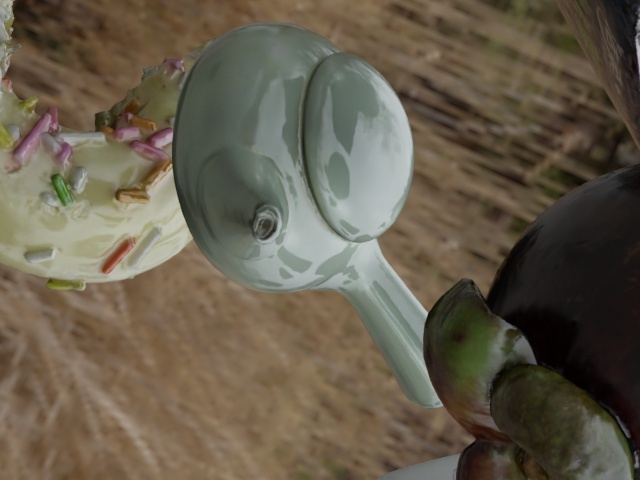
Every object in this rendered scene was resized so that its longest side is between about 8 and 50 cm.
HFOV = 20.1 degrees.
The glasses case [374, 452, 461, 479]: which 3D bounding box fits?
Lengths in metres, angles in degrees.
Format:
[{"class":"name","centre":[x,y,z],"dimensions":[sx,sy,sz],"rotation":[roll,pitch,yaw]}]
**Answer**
[{"class":"glasses case","centre":[0.159,0.267,1.873],"dimensions":[0.059,0.233,0.092],"rotation":[105,-30,-52]}]

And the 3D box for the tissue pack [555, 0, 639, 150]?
[{"class":"tissue pack","centre":[0.189,-0.186,1.179],"dimensions":[0.173,0.073,0.235],"rotation":[66,0,-55]}]

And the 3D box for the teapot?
[{"class":"teapot","centre":[0.013,-0.029,1.389],"dimensions":[0.318,0.149,0.220],"rotation":[45,52,-46]}]

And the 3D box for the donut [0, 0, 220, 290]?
[{"class":"donut","centre":[-0.244,-0.118,1.634],"dimensions":[0.150,0.371,0.307],"rotation":[-46,-155,50]}]

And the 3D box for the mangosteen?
[{"class":"mangosteen","centre":[0.203,0.088,1.044],"dimensions":[0.288,0.288,0.288],"rotation":[24,90,-86]}]
